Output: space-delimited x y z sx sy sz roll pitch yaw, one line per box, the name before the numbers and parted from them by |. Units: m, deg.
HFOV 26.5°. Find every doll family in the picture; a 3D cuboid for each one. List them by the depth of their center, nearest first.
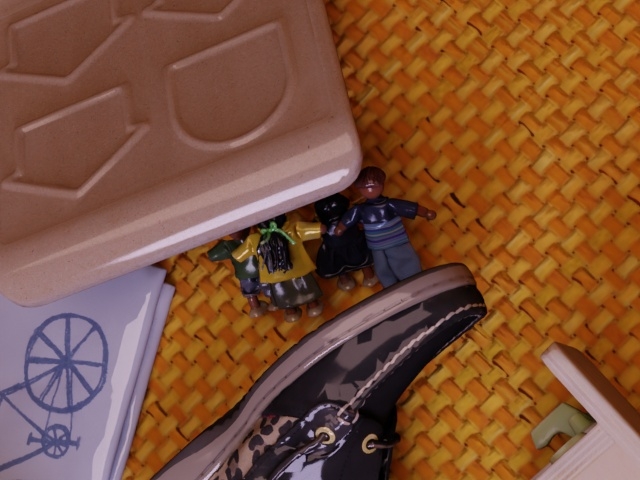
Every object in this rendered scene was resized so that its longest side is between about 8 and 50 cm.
doll family | 0.000 0.000 1.106 0.193 0.076 0.111 -16 111 4

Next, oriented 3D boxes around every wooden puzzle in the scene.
wooden puzzle | -0.138 -0.135 1.165 0.322 0.080 0.348 -21 59 12

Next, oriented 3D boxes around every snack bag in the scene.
snack bag | -0.324 0.146 1.238 0.342 0.037 0.323 12 85 19

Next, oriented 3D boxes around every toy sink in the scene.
toy sink | 0.211 0.205 0.991 0.131 0.153 0.234 -43 73 8

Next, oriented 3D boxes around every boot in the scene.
boot | 0.039 0.226 1.051 0.377 0.138 0.284 -41 71 13
